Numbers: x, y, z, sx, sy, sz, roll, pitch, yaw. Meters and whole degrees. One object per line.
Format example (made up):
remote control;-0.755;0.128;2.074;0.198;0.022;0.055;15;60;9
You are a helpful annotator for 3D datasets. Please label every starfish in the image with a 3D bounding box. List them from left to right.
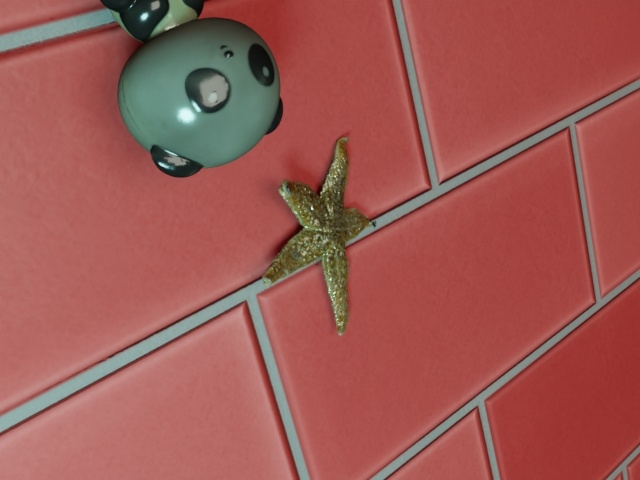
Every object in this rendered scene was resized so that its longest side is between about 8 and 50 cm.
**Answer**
starfish;-0.005;-0.001;1.191;0.231;0.048;0.295;-9;103;-49

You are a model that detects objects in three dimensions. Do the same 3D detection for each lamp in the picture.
lamp;-0.153;-0.204;0.962;0.197;0.197;0.244;-33;106;-32
